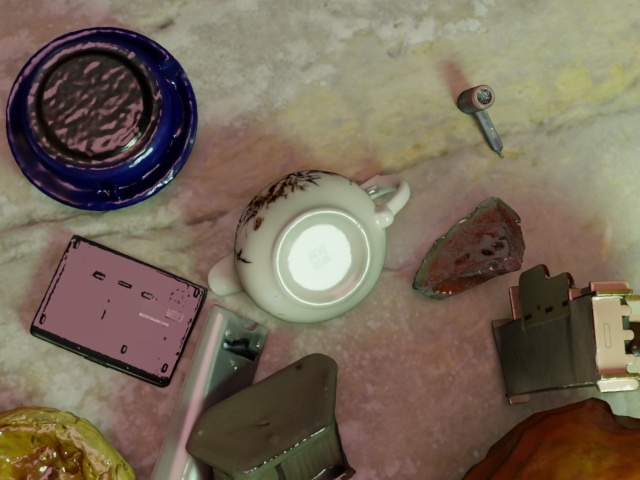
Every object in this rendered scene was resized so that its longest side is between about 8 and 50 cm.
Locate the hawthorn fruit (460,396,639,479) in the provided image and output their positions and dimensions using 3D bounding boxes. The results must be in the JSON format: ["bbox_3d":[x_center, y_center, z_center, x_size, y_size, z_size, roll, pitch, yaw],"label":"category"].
[{"bbox_3d":[0.333,0.412,1.151,0.472,0.472,0.471,1,79,-4],"label":"hawthorn fruit"}]

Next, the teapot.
[{"bbox_3d":[0.000,0.000,1.344,0.300,0.166,0.208,-31,100,-19],"label":"teapot"}]

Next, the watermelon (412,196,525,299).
[{"bbox_3d":[0.225,0.030,1.363,0.187,0.139,0.071,-46,119,-12],"label":"watermelon"}]

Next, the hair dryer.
[{"bbox_3d":[0.244,-0.171,1.435,0.037,0.063,0.114,-28,97,-11],"label":"hair dryer"}]

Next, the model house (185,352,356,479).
[{"bbox_3d":[-0.045,0.281,1.274,0.229,0.122,0.188,-29,122,-23],"label":"model house"}]

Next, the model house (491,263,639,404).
[{"bbox_3d":[0.388,0.116,1.258,0.244,0.326,0.169,0,77,-10],"label":"model house"}]

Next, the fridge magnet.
[{"bbox_3d":[-0.303,-0.172,1.360,0.265,0.112,0.265,0,78,-2],"label":"fridge magnet"}]

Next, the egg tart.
[{"bbox_3d":[-0.370,0.352,1.251,0.290,0.115,0.290,2,77,-9],"label":"egg tart"}]

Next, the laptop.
[{"bbox_3d":[-0.278,0.097,1.353,0.207,0.026,0.154,23,77,0],"label":"laptop"}]

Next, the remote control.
[{"bbox_3d":[-0.144,0.247,1.292,0.055,0.109,0.313,6,73,43],"label":"remote control"}]
